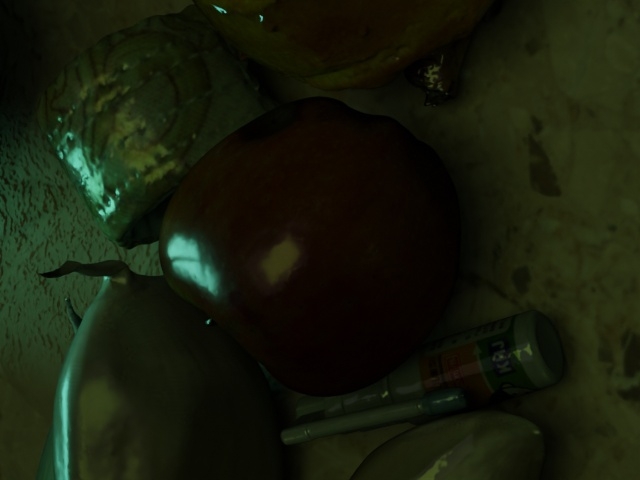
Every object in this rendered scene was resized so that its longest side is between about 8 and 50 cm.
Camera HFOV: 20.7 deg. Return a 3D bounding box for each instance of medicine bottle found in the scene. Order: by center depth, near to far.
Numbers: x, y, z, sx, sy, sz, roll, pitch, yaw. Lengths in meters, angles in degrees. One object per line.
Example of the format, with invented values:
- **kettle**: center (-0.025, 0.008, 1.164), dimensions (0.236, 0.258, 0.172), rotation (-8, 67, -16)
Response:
- **medicine bottle**: center (0.076, 0.118, 1.372), dimensions (0.221, 0.092, 0.061), rotation (-20, 97, 27)

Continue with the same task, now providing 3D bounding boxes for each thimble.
- **thimble**: center (-0.127, -0.097, 1.455), dimensions (0.190, 0.137, 0.143), rotation (-32, 75, 11)

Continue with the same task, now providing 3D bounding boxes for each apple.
- **apple**: center (0.000, 0.000, 1.348), dimensions (0.230, 0.230, 0.230), rotation (0, 89, 27)

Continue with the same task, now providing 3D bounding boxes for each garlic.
- **garlic**: center (0.048, 0.238, 1.356), dimensions (0.318, 0.143, 0.112), rotation (-44, 50, 8)
- **garlic**: center (-0.172, 0.175, 1.425), dimensions (0.231, 0.246, 0.340), rotation (-4, 96, 41)

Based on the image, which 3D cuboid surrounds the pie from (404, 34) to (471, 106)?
- **pie**: center (0.093, -0.192, 1.399), dimensions (0.092, 0.034, 0.170), rotation (17, 90, 25)

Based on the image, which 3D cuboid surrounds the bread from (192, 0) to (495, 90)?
- **bread**: center (0.019, -0.275, 1.349), dimensions (0.312, 0.172, 0.312), rotation (-10, 70, 30)
